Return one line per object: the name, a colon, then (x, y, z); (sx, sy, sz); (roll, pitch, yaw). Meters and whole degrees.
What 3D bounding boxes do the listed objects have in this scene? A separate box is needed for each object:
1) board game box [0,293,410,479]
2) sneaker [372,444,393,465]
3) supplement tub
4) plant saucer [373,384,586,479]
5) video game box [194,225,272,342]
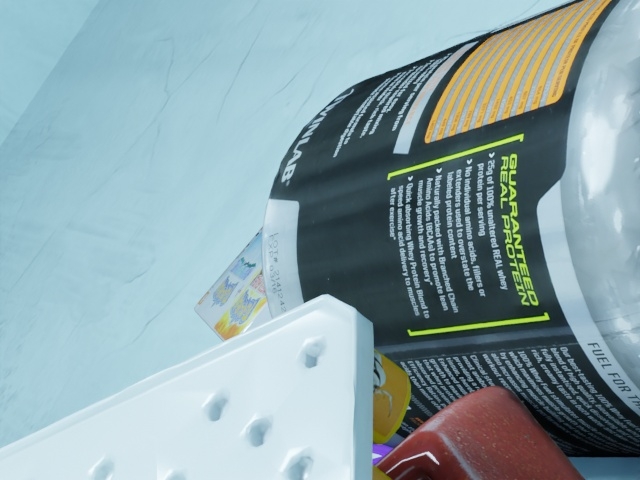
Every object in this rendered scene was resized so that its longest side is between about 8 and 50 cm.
board game box: (-0.129, 0.249, 0.494); (0.390, 0.050, 0.390); (-27, 43, 30)
sneaker: (0.027, 0.149, 0.684); (0.102, 0.146, 0.293); (-53, 23, 7)
supplement tub: (0.125, -0.006, 0.652); (0.316, 0.193, 0.193); (-12, 46, 60)
plant saucer: (0.017, 0.197, 0.506); (0.259, 0.048, 0.258); (-40, 45, 3)
video game box: (0.000, 0.000, 1.041); (0.187, 0.048, 0.205); (-52, 11, -4)
